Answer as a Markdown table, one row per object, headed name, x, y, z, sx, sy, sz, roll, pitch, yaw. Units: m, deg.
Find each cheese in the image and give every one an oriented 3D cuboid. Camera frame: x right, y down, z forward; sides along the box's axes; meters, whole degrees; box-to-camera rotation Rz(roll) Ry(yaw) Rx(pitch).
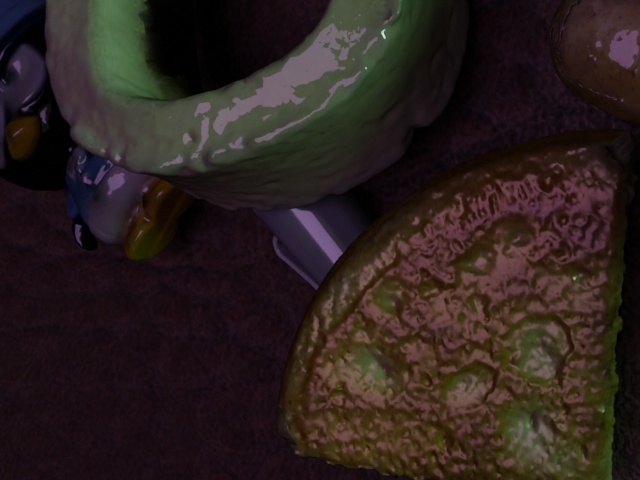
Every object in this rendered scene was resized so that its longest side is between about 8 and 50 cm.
| name | x | y | z | sx | sy | sz | roll | pitch | yaw |
| --- | --- | --- | --- | --- | --- | --- | --- | --- | --- |
| cheese | -0.055 | -0.200 | 1.035 | 0.292 | 0.153 | 0.332 | -15 | 71 | 21 |

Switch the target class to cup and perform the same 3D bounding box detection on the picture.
| name | x | y | z | sx | sy | sz | roll | pitch | yaw |
| --- | --- | --- | --- | --- | --- | --- | --- | --- | --- |
| cup | 0.000 | 0.000 | 1.112 | 0.116 | 0.074 | 0.104 | 52 | 141 | 12 |

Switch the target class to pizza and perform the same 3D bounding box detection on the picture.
| name | x | y | z | sx | sy | sz | roll | pitch | yaw |
| --- | --- | --- | --- | --- | --- | --- | --- | --- | --- |
| pizza | 0.094 | 0.042 | 1.009 | 0.258 | 0.087 | 0.268 | 6 | 103 | 14 |

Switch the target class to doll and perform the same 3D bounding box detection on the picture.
| name | x | y | z | sx | sy | sz | roll | pitch | yaw |
| --- | --- | --- | --- | --- | --- | --- | --- | --- | --- |
| doll | -0.240 | -0.113 | 1.203 | 0.314 | 0.141 | 0.177 | 40 | 117 | 19 |

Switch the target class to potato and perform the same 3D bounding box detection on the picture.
| name | x | y | z | sx | sy | sz | roll | pitch | yaw |
| --- | --- | --- | --- | --- | --- | --- | --- | --- | --- |
| potato | 0.236 | -0.127 | 0.942 | 0.170 | 0.080 | 0.107 | 20 | 112 | 32 |
